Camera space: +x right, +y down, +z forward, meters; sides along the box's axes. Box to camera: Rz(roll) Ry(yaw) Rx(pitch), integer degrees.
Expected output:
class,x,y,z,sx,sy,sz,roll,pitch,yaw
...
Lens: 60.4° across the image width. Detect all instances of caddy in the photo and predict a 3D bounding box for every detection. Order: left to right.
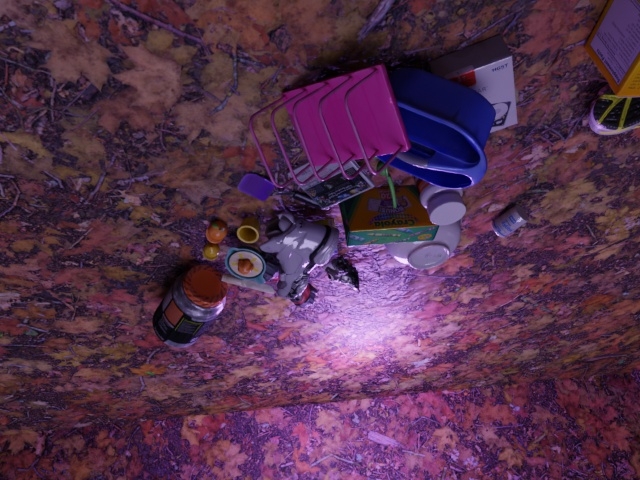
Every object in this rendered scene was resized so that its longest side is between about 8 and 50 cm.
class,x,y,z,sx,sy,sz,roll,pitch,yaw
caddy,0.249,-0.254,1.324,0.341,0.179,0.241,26,157,15

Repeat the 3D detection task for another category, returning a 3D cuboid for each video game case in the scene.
class,x,y,z,sx,sy,sz,roll,pitch,yaw
video game case,0.030,-0.178,1.578,0.190,0.022,0.173,-22,130,33

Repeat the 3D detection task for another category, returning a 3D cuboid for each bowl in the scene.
class,x,y,z,sx,sy,sz,roll,pitch,yaw
bowl,0.353,0.006,1.872,0.297,0.134,0.298,-6,145,-4

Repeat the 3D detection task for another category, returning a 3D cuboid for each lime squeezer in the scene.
class,x,y,z,sx,sy,sz,roll,pitch,yaw
lime squeezer,0.149,-0.206,1.559,0.310,0.059,0.110,36,103,-27

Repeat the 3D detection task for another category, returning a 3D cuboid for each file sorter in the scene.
class,x,y,z,sx,sy,sz,roll,pitch,yaw
file sorter,0.014,-0.244,1.249,0.290,0.182,0.202,-4,120,39

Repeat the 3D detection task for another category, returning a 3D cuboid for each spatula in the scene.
class,x,y,z,sx,sy,sz,roll,pitch,yaw
spatula,-0.099,-0.137,1.654,0.296,0.030,0.084,12,137,-27

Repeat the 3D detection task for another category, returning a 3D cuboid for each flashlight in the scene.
class,x,y,z,sx,sy,sz,roll,pitch,yaw
flashlight,-0.134,0.153,1.993,0.103,0.103,0.304,-27,142,24

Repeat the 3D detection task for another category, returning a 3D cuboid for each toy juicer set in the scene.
class,x,y,z,sx,sy,sz,roll,pitch,yaw
toy juicer set,-0.277,0.074,1.785,0.209,0.090,0.329,-1,129,8

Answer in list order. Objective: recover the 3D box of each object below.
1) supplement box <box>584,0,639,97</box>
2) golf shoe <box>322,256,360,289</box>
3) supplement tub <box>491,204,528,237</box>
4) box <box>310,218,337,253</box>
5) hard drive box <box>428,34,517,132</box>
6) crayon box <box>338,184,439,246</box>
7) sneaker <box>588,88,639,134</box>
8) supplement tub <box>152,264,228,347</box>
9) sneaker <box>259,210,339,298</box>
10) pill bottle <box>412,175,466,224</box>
class,x,y,z,sx,sy,sz,roll,pitch,yaw
supplement box,0.772,-0.512,1.189,0.195,0.194,0.357,-3,145,-8
golf shoe,0.080,0.126,2.040,0.093,0.077,0.198,-14,139,25
supplement tub,0.652,-0.065,1.895,0.071,0.071,0.107,16,137,-32
box,0.000,0.000,1.860,0.108,0.043,0.178,-9,144,-1
hard drive box,0.389,-0.371,1.389,0.181,0.089,0.232,-19,143,12
crayon box,0.205,-0.078,1.691,0.278,0.166,0.081,-4,145,-8
sneaker,0.901,-0.396,1.468,0.384,0.145,0.147,-18,175,8
supplement tub,-0.458,0.231,1.946,0.193,0.194,0.316,14,139,-29
sneaker,-0.106,0.044,1.780,0.210,0.137,0.366,26,135,-14
pill bottle,0.331,-0.160,1.556,0.121,0.221,0.121,-6,144,-4
